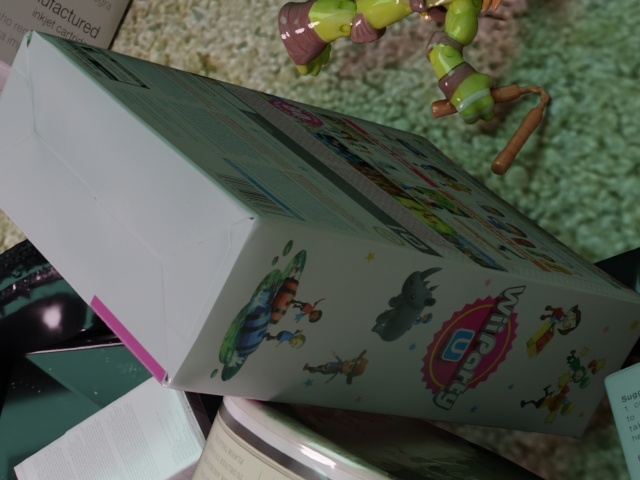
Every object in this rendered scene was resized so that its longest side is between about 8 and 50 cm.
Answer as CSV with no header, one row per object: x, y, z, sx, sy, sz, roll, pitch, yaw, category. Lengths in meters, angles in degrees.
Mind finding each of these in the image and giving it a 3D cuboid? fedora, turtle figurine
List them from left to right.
-0.117,0.142,0.990,0.334,0.152,0.334,-9,64,20,fedora
0.074,-0.167,1.043,0.217,0.087,0.269,-4,67,39,turtle figurine

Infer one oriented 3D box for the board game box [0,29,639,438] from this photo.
0.000,0.000,0.824,0.224,0.303,0.097,41,112,44,board game box

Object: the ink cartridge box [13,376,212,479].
-0.116,0.130,0.888,0.115,0.029,0.063,-33,59,9,ink cartridge box

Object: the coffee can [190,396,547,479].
-0.004,0.228,0.763,0.201,0.201,0.275,25,95,45,coffee can

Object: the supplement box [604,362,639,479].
0.230,0.156,0.731,0.114,0.111,0.220,-29,53,26,supplement box

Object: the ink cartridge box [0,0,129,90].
-0.265,-0.352,1.285,0.166,0.285,0.395,17,81,42,ink cartridge box

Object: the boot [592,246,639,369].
0.189,0.010,0.891,0.099,0.045,0.121,-28,51,35,boot
